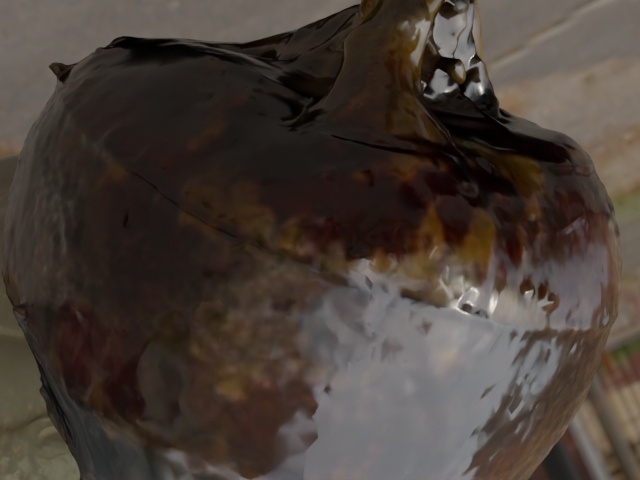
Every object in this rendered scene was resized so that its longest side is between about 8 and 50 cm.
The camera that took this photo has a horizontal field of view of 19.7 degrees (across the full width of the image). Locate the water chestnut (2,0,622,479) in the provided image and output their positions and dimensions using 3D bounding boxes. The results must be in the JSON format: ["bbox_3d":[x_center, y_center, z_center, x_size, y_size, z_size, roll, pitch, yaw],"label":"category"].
[{"bbox_3d":[0.000,0.000,0.657,0.223,0.238,0.224,14,-168,-3],"label":"water chestnut"}]

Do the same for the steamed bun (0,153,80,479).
[{"bbox_3d":[-0.104,0.057,1.118,0.247,0.236,0.383,-2,-170,24],"label":"steamed bun"}]
